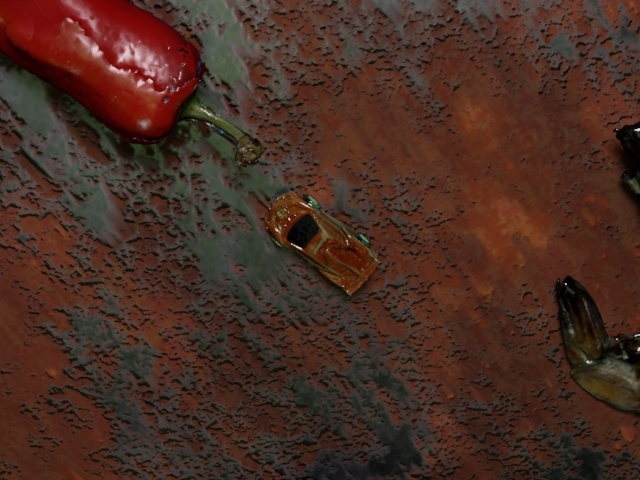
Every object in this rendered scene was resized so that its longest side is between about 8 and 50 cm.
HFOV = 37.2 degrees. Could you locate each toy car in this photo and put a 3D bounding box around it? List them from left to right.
[{"bbox_3d":[0.000,0.000,0.956,0.122,0.035,0.059,36,106,-19],"label":"toy car"}]

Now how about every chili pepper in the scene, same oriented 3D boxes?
[{"bbox_3d":[-0.216,-0.179,0.834,0.387,0.110,0.110,32,104,-11],"label":"chili pepper"}]

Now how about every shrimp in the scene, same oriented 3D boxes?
[{"bbox_3d":[0.349,0.049,1.000,0.233,0.071,0.365,-27,116,10],"label":"shrimp"}]
